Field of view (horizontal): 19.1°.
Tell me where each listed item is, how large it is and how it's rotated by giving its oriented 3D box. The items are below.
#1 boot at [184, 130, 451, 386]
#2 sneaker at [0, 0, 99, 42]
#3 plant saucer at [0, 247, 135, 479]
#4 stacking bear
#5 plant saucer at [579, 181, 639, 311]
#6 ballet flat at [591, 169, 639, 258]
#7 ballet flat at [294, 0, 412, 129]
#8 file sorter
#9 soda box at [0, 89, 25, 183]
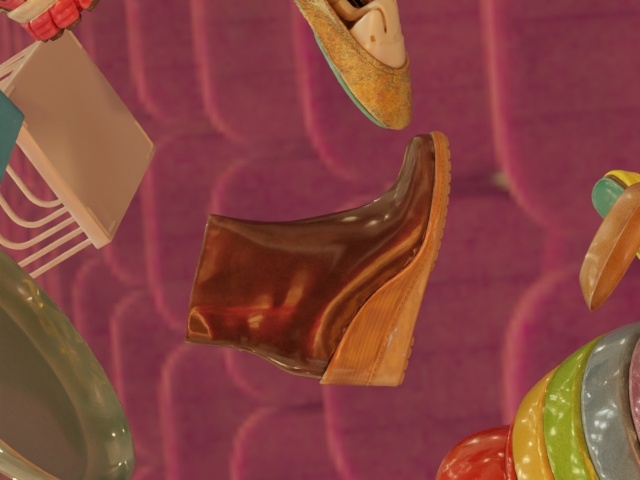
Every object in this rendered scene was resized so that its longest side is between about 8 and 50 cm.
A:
[{"bbox_3d":[0.000,0.000,1.707,0.090,0.206,0.248,113,172,-83],"label":"boot"},{"bbox_3d":[-0.218,-0.297,1.428,0.121,0.112,0.299,-30,49,31],"label":"sneaker"},{"bbox_3d":[-0.278,0.095,1.593,0.317,0.043,0.317,48,-168,-14],"label":"plant saucer"},{"bbox_3d":[0.191,0.147,1.222,0.289,0.175,0.164,-30,99,41],"label":"stacking bear"},{"bbox_3d":[0.162,-0.001,1.035,0.083,0.015,0.083,-52,-19,-26],"label":"plant saucer"},{"bbox_3d":[0.380,0.010,2.042,0.231,0.077,0.077,57,133,32],"label":"ballet flat"},{"bbox_3d":[0.031,-0.302,2.392,0.348,0.123,0.123,56,169,0],"label":"ballet flat"},{"bbox_3d":[-0.328,-0.089,2.117,0.193,0.173,0.278,55,-162,-17],"label":"file sorter"},{"bbox_3d":[-0.281,-0.113,1.186,0.210,0.067,0.071,48,-144,-34],"label":"soda box"}]
